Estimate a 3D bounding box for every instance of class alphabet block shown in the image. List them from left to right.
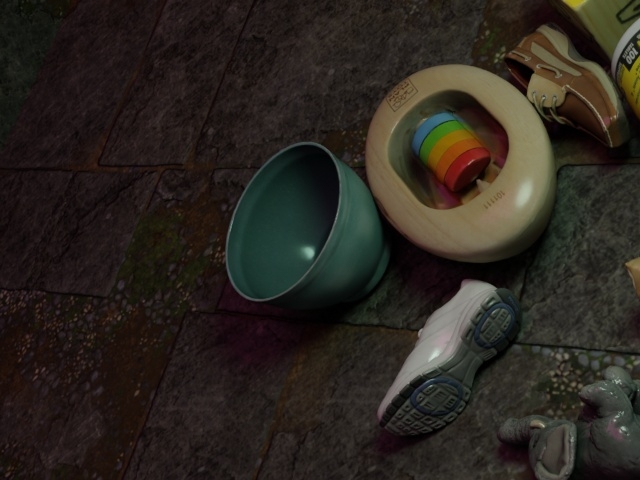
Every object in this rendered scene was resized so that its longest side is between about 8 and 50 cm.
[{"bbox_3d":[0.487,-0.435,1.934,0.193,0.197,0.192,-44,43,8],"label":"alphabet block"}]

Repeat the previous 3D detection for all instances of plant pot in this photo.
[{"bbox_3d":[0.000,0.000,2.042,0.293,0.196,0.293,-28,49,38],"label":"plant pot"}]

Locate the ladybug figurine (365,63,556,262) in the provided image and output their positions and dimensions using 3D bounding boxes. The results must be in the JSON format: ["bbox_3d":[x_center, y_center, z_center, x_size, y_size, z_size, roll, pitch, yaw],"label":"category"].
[{"bbox_3d":[0.243,-0.124,1.960,0.305,0.162,0.449,-41,45,11],"label":"ladybug figurine"}]

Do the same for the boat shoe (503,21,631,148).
[{"bbox_3d":[0.403,-0.242,1.924,0.120,0.122,0.324,-26,37,2],"label":"boat shoe"}]

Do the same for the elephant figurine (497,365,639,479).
[{"bbox_3d":[0.362,0.299,1.614,0.239,0.186,0.169,-40,87,27],"label":"elephant figurine"}]

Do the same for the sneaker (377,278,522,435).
[{"bbox_3d":[0.196,0.188,1.858,0.297,0.111,0.129,-48,28,-1],"label":"sneaker"}]

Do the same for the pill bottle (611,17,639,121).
[{"bbox_3d":[0.577,-0.188,1.702,0.188,0.188,0.334,-35,45,17],"label":"pill bottle"}]

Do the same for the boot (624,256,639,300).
[{"bbox_3d":[0.546,0.000,1.577,0.269,0.236,0.089,-22,34,23],"label":"boot"}]
